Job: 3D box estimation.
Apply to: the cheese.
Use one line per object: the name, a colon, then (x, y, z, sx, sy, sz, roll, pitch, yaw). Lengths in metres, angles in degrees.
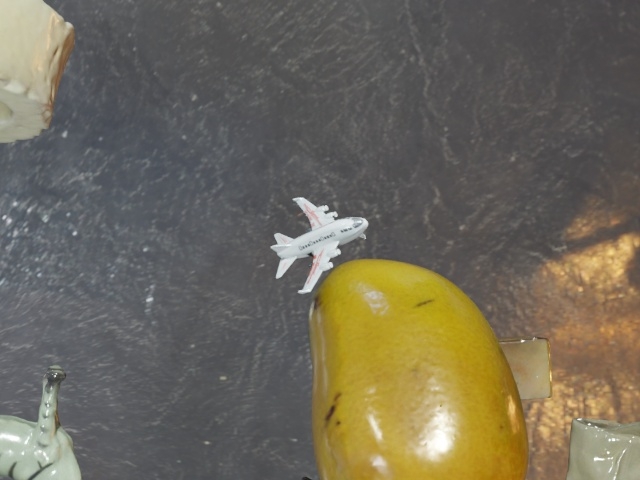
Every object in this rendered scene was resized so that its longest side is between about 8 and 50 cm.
cheese: (-0.514, -0.265, 1.149, 0.332, 0.292, 0.153, 28, 66, -48)

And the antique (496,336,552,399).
antique: (0.156, 0.181, 1.198, 0.310, 0.093, 0.087, -3, 86, -5)

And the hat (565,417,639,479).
hat: (0.338, 0.207, 0.789, 0.166, 0.173, 0.144, 0, 99, -36)

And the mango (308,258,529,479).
mango: (0.089, 0.158, 0.866, 0.211, 0.173, 0.317, -15, 66, 0)

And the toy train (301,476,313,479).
toy train: (0.040, 0.432, 0.983, 0.232, 0.163, 0.369, 16, 68, -17)

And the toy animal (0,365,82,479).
toy animal: (-0.307, 0.211, 0.857, 0.217, 0.073, 0.176, 5, 86, 5)

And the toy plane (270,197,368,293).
toy plane: (0.000, 0.000, 1.322, 0.065, 0.171, 0.162, 39, 41, -54)
